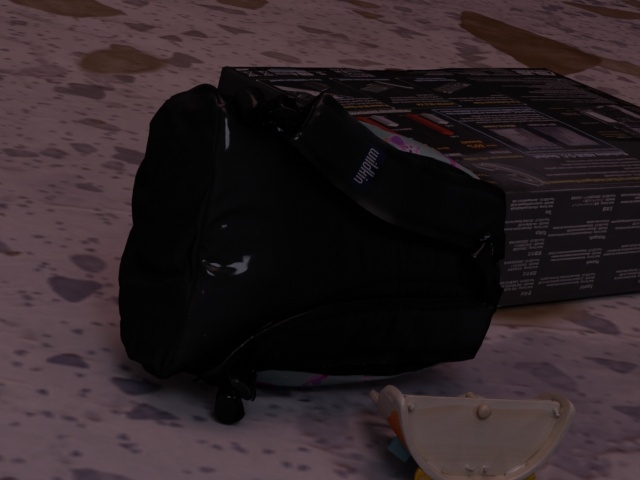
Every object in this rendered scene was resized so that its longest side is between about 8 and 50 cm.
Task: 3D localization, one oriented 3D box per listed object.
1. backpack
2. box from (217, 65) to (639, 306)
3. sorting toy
[{"bbox_3d":[0.000,0.000,0.859,0.182,0.152,0.115,6,14,-37],"label":"backpack"},{"bbox_3d":[0.120,-0.044,1.165,0.307,0.076,0.242,-5,24,-41],"label":"box"},{"bbox_3d":[0.057,0.080,0.806,0.083,0.045,0.075,4,12,-21],"label":"sorting toy"}]
